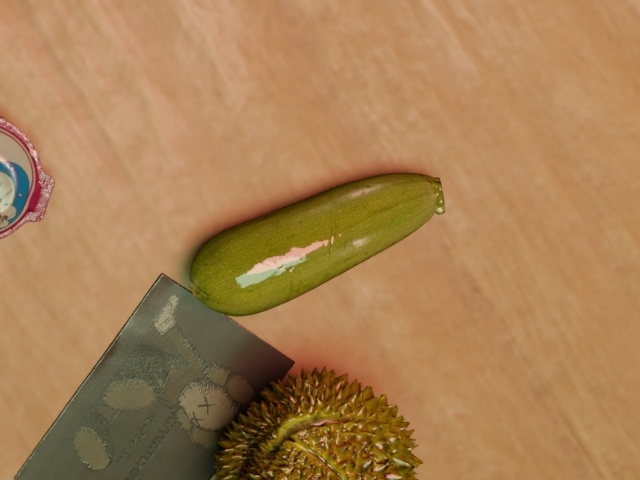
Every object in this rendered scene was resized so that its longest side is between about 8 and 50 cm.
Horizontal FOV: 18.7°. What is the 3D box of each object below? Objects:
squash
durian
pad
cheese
[{"bbox_3d":[0.000,0.000,1.403,0.201,0.066,0.066,-22,109,-11],"label":"squash"},{"bbox_3d":[-0.001,0.192,1.404,0.146,0.159,0.198,10,104,-18],"label":"durian"},{"bbox_3d":[-0.122,0.133,1.439,0.127,0.004,0.190,34,95,-21],"label":"pad"},{"bbox_3d":[-0.255,-0.048,1.335,0.145,0.038,0.095,16,101,-19],"label":"cheese"}]
